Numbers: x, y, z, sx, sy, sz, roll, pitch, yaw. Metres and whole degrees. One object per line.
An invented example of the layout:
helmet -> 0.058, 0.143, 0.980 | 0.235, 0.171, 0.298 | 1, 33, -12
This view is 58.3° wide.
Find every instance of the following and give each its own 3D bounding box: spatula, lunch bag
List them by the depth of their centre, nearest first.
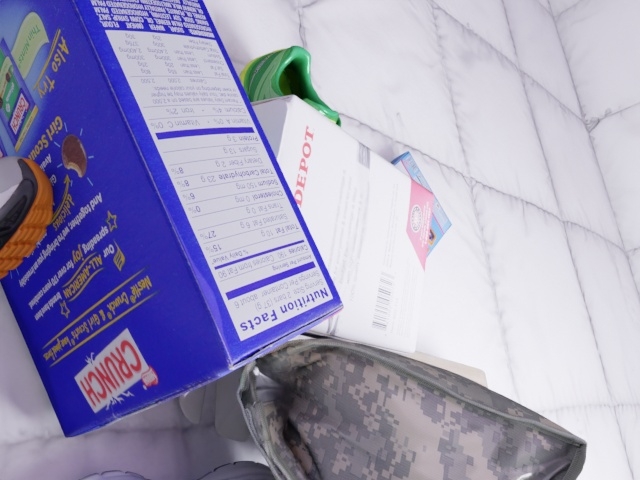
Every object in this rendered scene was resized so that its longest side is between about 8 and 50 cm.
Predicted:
lunch bag -> 0.053, 0.185, 0.548 | 0.287, 0.235, 0.169 | 23, 81, 3
spatula -> -0.126, 0.085, 0.639 | 0.168, 0.019, 0.242 | 29, 48, -34

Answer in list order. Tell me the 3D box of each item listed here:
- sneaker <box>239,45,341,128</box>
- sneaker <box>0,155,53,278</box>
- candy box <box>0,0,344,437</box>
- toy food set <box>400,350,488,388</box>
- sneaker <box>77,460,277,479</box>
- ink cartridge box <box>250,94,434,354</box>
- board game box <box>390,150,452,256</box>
sneaker -> -0.034, -0.124, 0.756 | 0.109, 0.123, 0.296 | -1, 73, -48
sneaker -> -0.293, 0.010, 0.338 | 0.121, 0.262, 0.099 | 56, -4, 0
candy box -> -0.162, -0.033, 0.445 | 0.122, 0.268, 0.317 | -18, 81, -48
toy food set -> 0.135, 0.273, 0.778 | 0.306, 0.092, 0.220 | 20, 51, -32
sneaker -> -0.111, 0.252, 0.471 | 0.297, 0.129, 0.111 | 5, 88, -44
ink cartridge box -> 0.000, 0.000, 0.624 | 0.283, 0.117, 0.207 | 24, 72, -48
board game box -> 0.138, -0.043, 0.970 | 0.160, 0.039, 0.211 | 58, 40, -9
